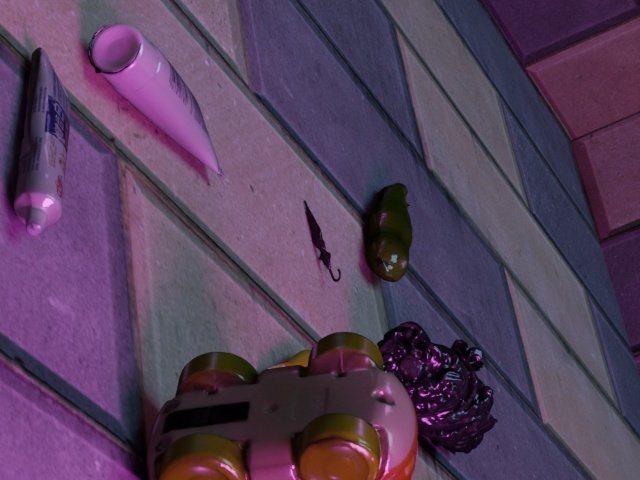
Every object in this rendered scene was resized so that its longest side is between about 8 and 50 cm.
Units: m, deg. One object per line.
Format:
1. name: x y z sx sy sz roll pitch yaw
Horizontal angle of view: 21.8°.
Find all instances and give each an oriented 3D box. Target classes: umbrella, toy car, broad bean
1. umbrella: 0.162 0.196 2.043 0.336 0.154 0.128 40 72 -54
2. umbrella: -0.002 0.002 2.017 0.013 0.022 0.122 8 46 -41
3. toy car: -0.019 0.209 1.394 0.235 0.235 0.145 58 20 -27
4. broad bean: 0.104 -0.015 2.288 0.098 0.056 0.318 64 15 -8

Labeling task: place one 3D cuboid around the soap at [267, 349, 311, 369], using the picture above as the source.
1. soap: -0.015 0.163 1.738 0.089 0.033 0.168 65 18 2

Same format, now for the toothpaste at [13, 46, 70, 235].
1. toothpaste: -0.232 -0.079 1.399 0.233 0.038 0.060 -95 159 -52

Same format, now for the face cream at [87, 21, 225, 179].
1. face cream: -0.156 -0.144 1.681 0.243 0.058 0.092 46 20 -62
